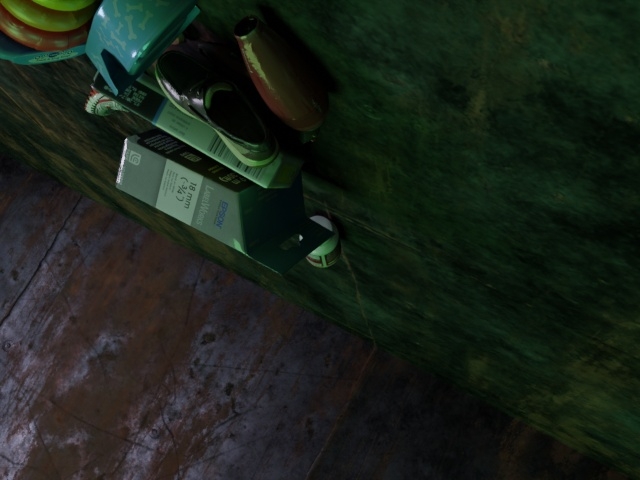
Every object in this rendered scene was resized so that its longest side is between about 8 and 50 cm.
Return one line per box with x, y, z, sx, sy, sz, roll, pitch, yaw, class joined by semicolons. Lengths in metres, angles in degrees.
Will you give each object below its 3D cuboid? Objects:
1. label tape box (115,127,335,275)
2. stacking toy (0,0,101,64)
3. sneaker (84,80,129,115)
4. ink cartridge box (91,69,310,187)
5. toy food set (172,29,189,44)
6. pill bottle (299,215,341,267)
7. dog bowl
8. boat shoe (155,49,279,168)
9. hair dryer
-0.145;-0.093;1.444;0.334;0.106;0.240;26;-154;14;label tape box
-0.317;-0.355;1.018;0.302;0.175;0.165;-26;86;52;stacking toy
-0.388;-0.274;1.577;0.093;0.088;0.225;31;167;-15;sneaker
-0.177;-0.179;1.333;0.304;0.072;0.307;28;-176;4;ink cartridge box
-0.232;-0.318;1.220;0.082;0.020;0.083;18;163;40;toy food set
0.000;0.000;1.796;0.086;0.086;0.152;27;167;11;pill bottle
-0.220;-0.280;1.045;0.074;0.166;0.297;44;164;-12;dog bowl
-0.142;-0.195;1.144;0.223;0.080;0.073;44;162;11;boat shoe
-0.090;-0.223;1.147;0.224;0.080;0.293;30;167;-1;hair dryer
